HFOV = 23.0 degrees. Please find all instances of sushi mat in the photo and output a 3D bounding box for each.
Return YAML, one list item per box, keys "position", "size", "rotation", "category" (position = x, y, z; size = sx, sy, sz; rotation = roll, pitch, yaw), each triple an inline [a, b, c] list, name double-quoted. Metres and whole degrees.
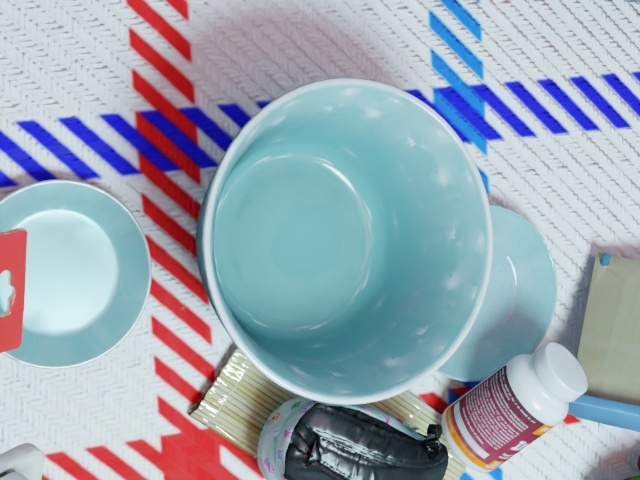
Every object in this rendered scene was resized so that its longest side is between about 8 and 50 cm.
- position: [0.023, 0.204, 1.688]
  size: [0.316, 0.019, 0.151]
  rotation: [36, 81, -22]
  category: "sushi mat"

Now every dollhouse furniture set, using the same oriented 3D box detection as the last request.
- position: [0.418, 0.106, 1.820]
  size: [0.303, 0.198, 0.286]
  rotation: [10, 68, 7]
  category: "dollhouse furniture set"

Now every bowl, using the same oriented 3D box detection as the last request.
- position: [0.000, 0.000, 1.568]
  size: [0.311, 0.163, 0.312]
  rotation: [0, 90, -25]
  category: "bowl"

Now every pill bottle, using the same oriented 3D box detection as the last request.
- position: [0.209, 0.177, 1.688]
  size: [0.086, 0.086, 0.152]
  rotation: [35, 122, -22]
  category: "pill bottle"

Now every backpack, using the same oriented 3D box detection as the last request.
- position: [0.025, 0.234, 1.619]
  size: [0.182, 0.115, 0.152]
  rotation: [29, 73, -22]
  category: "backpack"

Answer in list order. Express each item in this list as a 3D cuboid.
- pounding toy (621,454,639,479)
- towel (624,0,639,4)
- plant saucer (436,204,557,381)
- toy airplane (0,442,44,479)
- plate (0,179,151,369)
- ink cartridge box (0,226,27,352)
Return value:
- position: [0.426, 0.317, 1.810]
  size: [0.236, 0.110, 0.183]
  rotation: [16, 133, 6]
  category: "pounding toy"
- position: [0.367, -0.372, 1.720]
  size: [0.283, 0.121, 0.235]
  rotation: [10, 90, -22]
  category: "towel"
- position: [0.167, 0.056, 1.722]
  size: [0.195, 0.037, 0.195]
  rotation: [-3, 97, -23]
  category: "plant saucer"
- position: [-0.320, 0.344, 1.344]
  size: [0.272, 0.386, 0.384]
  rotation: [-40, 102, -31]
  category: "toy airplane"
- position: [-0.259, 0.033, 1.548]
  size: [0.188, 0.024, 0.188]
  rotation: [-3, 98, -22]
  category: "plate"
- position: [-0.387, 0.051, 1.430]
  size: [0.231, 0.078, 0.134]
  rotation: [-11, 119, -39]
  category: "ink cartridge box"
